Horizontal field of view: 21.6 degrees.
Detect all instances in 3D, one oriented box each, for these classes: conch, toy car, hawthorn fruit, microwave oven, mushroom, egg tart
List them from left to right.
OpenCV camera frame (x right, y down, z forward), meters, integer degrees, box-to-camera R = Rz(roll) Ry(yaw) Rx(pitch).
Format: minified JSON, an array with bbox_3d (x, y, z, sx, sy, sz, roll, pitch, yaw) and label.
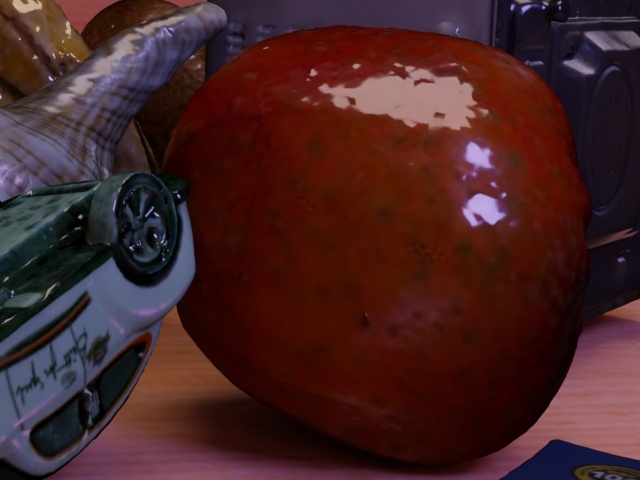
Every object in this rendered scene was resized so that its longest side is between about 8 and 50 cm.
[{"bbox_3d":[-0.173,0.062,0.805,0.136,0.125,0.306,-4,25,32],"label":"toy car"},{"bbox_3d":[-0.244,-0.076,1.250,0.115,0.290,0.290,-37,33,-29],"label":"egg tart"},{"bbox_3d":[-0.197,-0.014,1.045,0.386,0.169,0.203,-24,0,-33],"label":"conch"},{"bbox_3d":[-0.131,-0.110,1.528,0.153,0.253,0.253,-36,24,-14],"label":"mushroom"},{"bbox_3d":[0.000,0.000,0.956,0.300,0.254,0.254,1,10,2],"label":"hawthorn fruit"},{"bbox_3d":[0.115,-0.091,1.265,0.247,0.333,0.394,6,10,29],"label":"microwave oven"}]

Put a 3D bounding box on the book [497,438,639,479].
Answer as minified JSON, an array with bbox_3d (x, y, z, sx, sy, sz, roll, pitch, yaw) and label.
[{"bbox_3d":[0.163,0.168,0.654,0.300,0.039,0.428,11,11,25],"label":"book"}]
